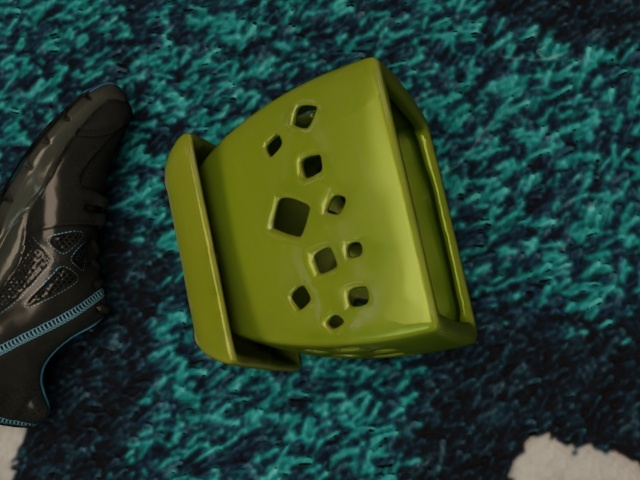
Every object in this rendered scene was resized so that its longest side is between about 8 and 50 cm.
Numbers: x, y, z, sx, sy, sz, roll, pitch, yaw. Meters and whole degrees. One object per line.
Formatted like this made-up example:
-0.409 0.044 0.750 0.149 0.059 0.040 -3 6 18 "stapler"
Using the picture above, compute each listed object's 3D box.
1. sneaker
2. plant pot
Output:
-0.255 0.012 1.106 0.139 0.125 0.341 29 82 -15 "sneaker"
0.000 0.000 1.002 0.207 0.227 0.228 -16 79 13 "plant pot"
